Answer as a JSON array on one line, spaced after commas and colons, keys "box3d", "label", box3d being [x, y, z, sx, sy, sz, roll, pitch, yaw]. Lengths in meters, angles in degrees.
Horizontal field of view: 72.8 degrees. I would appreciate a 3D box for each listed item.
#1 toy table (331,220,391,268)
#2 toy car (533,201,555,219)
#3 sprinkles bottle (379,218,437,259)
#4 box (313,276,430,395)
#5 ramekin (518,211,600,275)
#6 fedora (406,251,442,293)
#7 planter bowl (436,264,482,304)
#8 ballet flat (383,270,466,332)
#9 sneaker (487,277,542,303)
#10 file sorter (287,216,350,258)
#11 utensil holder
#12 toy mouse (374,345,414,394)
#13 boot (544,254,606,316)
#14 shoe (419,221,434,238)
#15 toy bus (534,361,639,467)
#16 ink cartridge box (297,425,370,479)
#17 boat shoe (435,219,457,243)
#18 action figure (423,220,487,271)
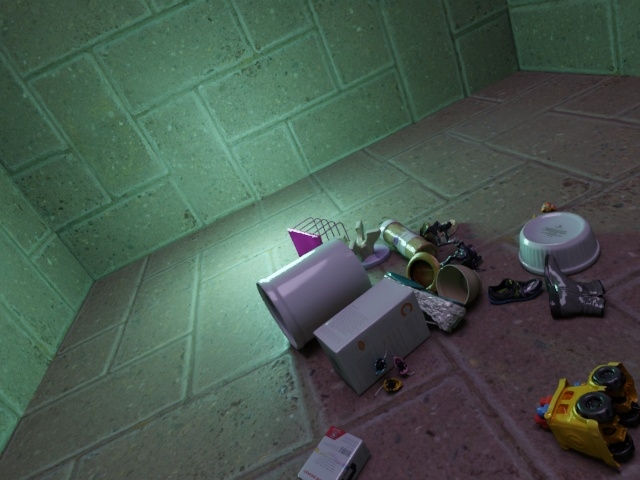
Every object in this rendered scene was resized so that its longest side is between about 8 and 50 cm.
[{"box3d": [0.192, 0.034, 2.136, 0.274, 0.161, 0.252, -18, 27, 14], "label": "toy table"}, {"box3d": [0.965, -0.126, 1.870, 0.060, 0.041, 0.122, 7, 41, 48], "label": "toy car"}, {"box3d": [0.404, 0.007, 2.038, 0.121, 0.121, 0.355, -29, 27, -7], "label": "sprinkles bottle"}, {"box3d": [0.186, 0.328, 1.533, 0.345, 0.215, 0.168, -34, 27, -17], "label": "box"}, {"box3d": [0.876, 0.003, 1.616, 0.272, 0.127, 0.273, -20, 27, 11], "label": "ramekin"}, {"box3d": [0.438, 0.138, 1.775, 0.079, 0.195, 0.194, 3, 9, -34], "label": "fedora"}, {"box3d": [0.530, 0.164, 1.623, 0.109, 0.162, 0.162, -8, 17, -27], "label": "planter bowl"}, {"box3d": [0.365, 0.232, 1.657, 0.147, 0.147, 0.409, -35, 27, -18], "label": "ballet flat"}, {"box3d": [0.686, 0.169, 1.534, 0.188, 0.078, 0.067, -16, 28, 18], "label": "sneaker"}, {"box3d": [0.000, 0.000, 2.327, 0.182, 0.202, 0.290, -35, 27, -25], "label": "file sorter"}, {"box3d": [-0.025, 0.211, 1.820, 0.385, 0.328, 0.327, -32, 27, -16], "label": "utensil holder"}, {"box3d": [0.230, 0.424, 1.445, 0.160, 0.143, 0.031, -8, -20, -16], "label": "toy mouse"}, {"box3d": [0.835, 0.147, 1.432, 0.161, 0.083, 0.247, -9, 47, 24], "label": "boot"}, {"box3d": [0.504, -0.043, 2.021, 0.058, 0.077, 0.219, 1, -3, 6], "label": "shoe"}, {"box3d": [0.648, 0.413, 1.077, 0.220, 0.150, 0.211, -41, 14, -33], "label": "toy bus"}, {"box3d": [0.039, 0.643, 1.247, 0.127, 0.072, 0.175, 4, 39, 45], "label": "ink cartridge box"}, {"box3d": [0.593, -0.054, 2.050, 0.063, 0.059, 0.170, 3, 39, 44], "label": "boat shoe"}, {"box3d": [0.558, 0.048, 1.807, 0.164, 0.141, 0.276, -12, 56, -36], "label": "action figure"}]
